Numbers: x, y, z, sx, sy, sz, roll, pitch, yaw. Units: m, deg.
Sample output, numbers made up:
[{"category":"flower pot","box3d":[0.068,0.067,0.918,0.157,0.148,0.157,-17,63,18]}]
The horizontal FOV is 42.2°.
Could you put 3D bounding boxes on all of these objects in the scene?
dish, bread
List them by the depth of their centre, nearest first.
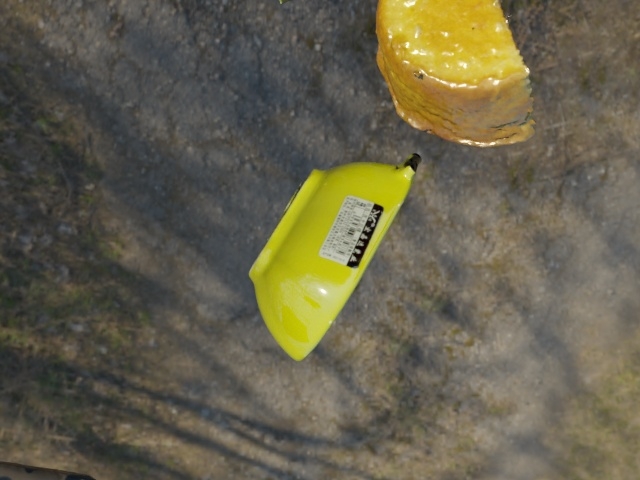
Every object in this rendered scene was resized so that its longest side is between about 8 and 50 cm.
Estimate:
[{"category":"dish","box3d":[0.000,0.000,0.947,0.108,0.262,0.221,31,174,-3]},{"category":"bread","box3d":[0.173,-0.280,1.195,0.179,0.339,0.194,-17,159,4]}]

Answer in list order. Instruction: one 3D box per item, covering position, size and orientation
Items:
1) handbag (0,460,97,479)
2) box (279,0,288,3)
[{"category":"handbag","box3d":[-0.386,0.357,0.943,0.252,0.193,0.190,25,146,-39]},{"category":"box","box3d":[-0.010,-0.403,1.025,0.153,0.040,0.279,-21,163,3]}]
